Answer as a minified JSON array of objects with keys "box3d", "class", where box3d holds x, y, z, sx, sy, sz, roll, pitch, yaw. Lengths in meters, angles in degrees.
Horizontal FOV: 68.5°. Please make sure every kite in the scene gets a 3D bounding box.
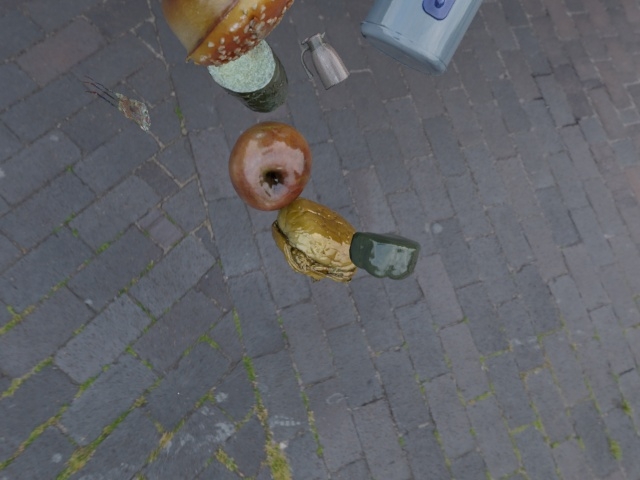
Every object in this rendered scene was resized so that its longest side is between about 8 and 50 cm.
[{"box3d":[-0.593,-0.405,1.390,0.229,0.016,0.127,24,38,-56],"class":"kite"}]

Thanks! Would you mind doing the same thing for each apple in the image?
[{"box3d":[-0.144,-0.214,1.339,0.254,0.253,0.253,5,71,-15],"class":"apple"}]

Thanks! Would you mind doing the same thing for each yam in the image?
[{"box3d":[-0.157,-0.392,1.127,0.154,0.254,0.154,0,88,9],"class":"yam"}]

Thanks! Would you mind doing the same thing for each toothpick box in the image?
[{"box3d":[0.278,-0.602,1.110,0.263,0.263,0.354,27,106,-7],"class":"toothpick box"}]

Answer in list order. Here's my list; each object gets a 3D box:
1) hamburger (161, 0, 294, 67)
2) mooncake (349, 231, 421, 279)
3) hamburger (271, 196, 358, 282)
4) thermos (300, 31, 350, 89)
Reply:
[{"box3d":[-0.111,-0.336,0.620,0.147,0.237,0.236,32,63,-35],"class":"hamburger"},{"box3d":[0.157,0.032,1.161,0.175,0.168,0.104,14,106,-6],"class":"mooncake"},{"box3d":[0.000,0.000,1.434,0.319,0.158,0.318,29,25,-15],"class":"hamburger"},{"box3d":[0.003,-0.655,1.726,0.137,0.105,0.193,-27,107,17],"class":"thermos"}]
